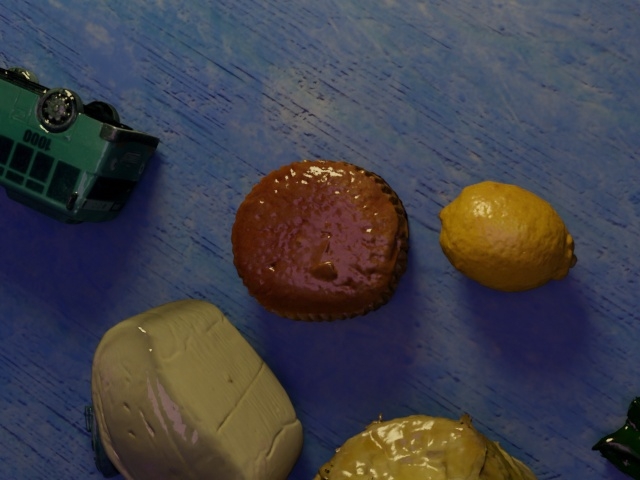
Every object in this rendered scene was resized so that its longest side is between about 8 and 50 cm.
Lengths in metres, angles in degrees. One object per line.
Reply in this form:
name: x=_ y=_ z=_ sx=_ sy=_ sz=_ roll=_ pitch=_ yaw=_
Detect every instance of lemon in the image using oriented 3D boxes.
lemon: x=0.199 y=-0.002 z=1.007 sx=0.155 sy=0.114 sz=0.114 roll=24 pitch=94 yaw=3

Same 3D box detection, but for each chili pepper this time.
chili pepper: x=0.404 y=0.241 z=0.993 sx=0.224 sy=0.061 sz=0.098 roll=18 pitch=100 yaw=9

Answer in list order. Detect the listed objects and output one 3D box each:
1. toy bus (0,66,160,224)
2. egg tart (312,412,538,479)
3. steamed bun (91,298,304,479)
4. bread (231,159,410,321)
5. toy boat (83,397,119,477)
toy bus: x=-0.335 y=-0.119 z=1.102 sx=0.256 sy=0.128 sz=0.147 roll=24 pitch=96 yaw=12
egg tart: x=0.090 y=0.266 z=0.937 sx=0.290 sy=0.290 sz=0.115 roll=-11 pitch=112 yaw=11
steamed bun: x=-0.146 y=0.195 z=1.028 sx=0.155 sy=0.200 sz=0.250 roll=-38 pitch=89 yaw=22
bread: x=0.000 y=0.001 z=1.048 sx=0.199 sy=0.104 sz=0.199 roll=0 pitch=88 yaw=11
toy boat: x=-0.251 y=0.215 z=1.122 sx=0.061 sy=0.060 sz=0.137 roll=-6 pitch=90 yaw=36
